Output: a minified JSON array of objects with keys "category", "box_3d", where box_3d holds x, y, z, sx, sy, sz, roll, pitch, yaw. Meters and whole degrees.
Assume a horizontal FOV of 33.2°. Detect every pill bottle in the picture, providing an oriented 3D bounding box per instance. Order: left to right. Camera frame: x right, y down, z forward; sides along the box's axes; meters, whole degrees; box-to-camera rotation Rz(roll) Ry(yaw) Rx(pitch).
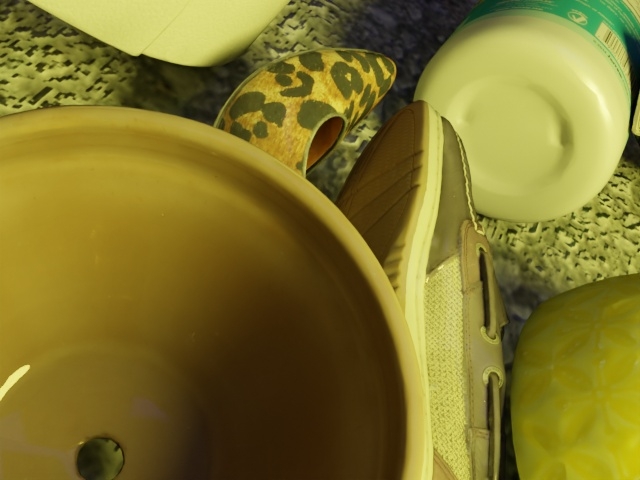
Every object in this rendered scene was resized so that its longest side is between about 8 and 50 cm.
[{"category":"pill bottle","box_3d":[0.175,-0.134,0.809,0.146,0.146,0.264,39,39,0]}]

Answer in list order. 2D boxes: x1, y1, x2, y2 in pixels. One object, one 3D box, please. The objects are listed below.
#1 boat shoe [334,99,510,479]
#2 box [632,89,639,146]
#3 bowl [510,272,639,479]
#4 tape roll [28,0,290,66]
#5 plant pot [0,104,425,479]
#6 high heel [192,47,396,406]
[{"category":"boat shoe","box_3d":[0.057,0.045,0.596,0.092,0.103,0.285,26,45,-22]},{"category":"box","box_3d":[0.399,-0.061,0.763,0.322,0.079,0.257,14,3,20]},{"category":"bowl","box_3d":[0.247,0.127,0.556,0.289,0.156,0.289,32,41,-34]},{"category":"tape roll","box_3d":[-0.169,-0.262,0.639,0.392,0.072,0.392,38,23,-20]},{"category":"plant pot","box_3d":[-0.087,0.076,0.416,0.237,0.110,0.237,4,68,-10]},{"category":"high heel","box_3d":[0.000,0.000,0.584,0.186,0.093,0.261,44,56,15]}]
